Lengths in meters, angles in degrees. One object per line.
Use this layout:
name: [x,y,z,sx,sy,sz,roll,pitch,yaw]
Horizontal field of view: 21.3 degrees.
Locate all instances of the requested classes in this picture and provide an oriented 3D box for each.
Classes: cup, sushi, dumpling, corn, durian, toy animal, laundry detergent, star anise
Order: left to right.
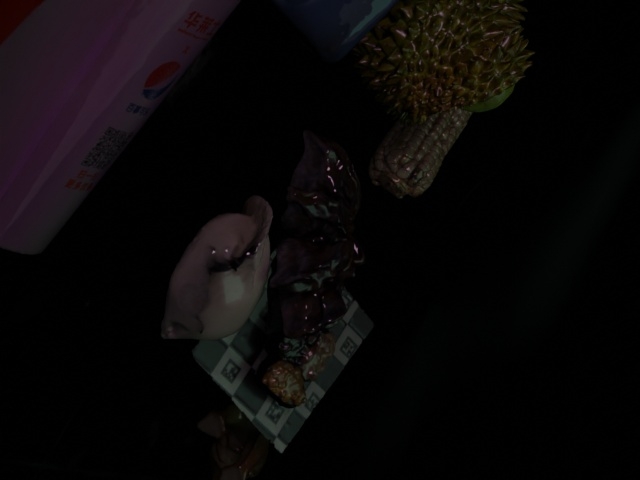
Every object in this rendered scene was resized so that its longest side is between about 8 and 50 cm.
cup: [-0.178,-0.145,1.201,0.288,0.203,0.203,-57,163,11]
dumpling: [-0.103,0.034,1.833,0.150,0.092,0.176,-57,164,-58]
toy animal: [-0.081,0.204,2.178,0.312,0.097,0.157,-65,174,12]
sushi: [-0.026,0.121,2.053,0.215,0.050,0.192,-53,122,-24]
star anise: [0.000,0.001,1.899,0.223,0.109,0.236,-145,-112,-85]
laundry detergent: [0.079,-0.295,1.592,0.290,0.094,0.143,-41,-156,2]
corn: [0.143,-0.145,2.204,0.211,0.087,0.087,-54,162,-22]
durian: [0.131,-0.224,1.862,0.200,0.177,0.237,-20,-171,6]
